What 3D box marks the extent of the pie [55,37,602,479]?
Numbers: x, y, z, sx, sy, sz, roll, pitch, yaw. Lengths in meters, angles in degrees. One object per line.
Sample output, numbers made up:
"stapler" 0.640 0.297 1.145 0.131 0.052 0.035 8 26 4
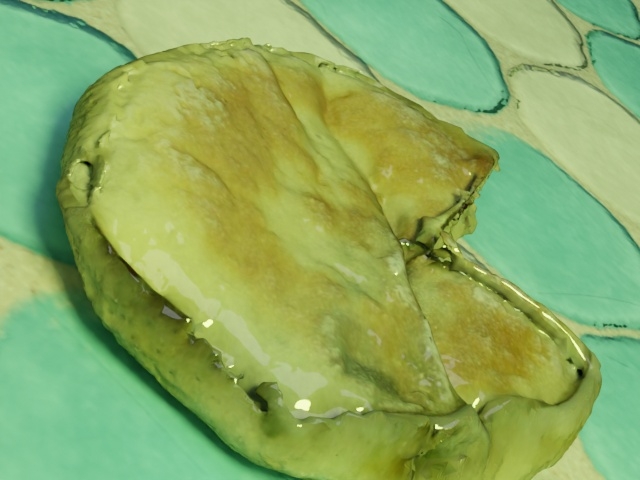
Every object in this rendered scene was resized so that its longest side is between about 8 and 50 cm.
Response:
"pie" 0.000 0.000 0.711 0.337 0.075 0.337 21 36 -16
